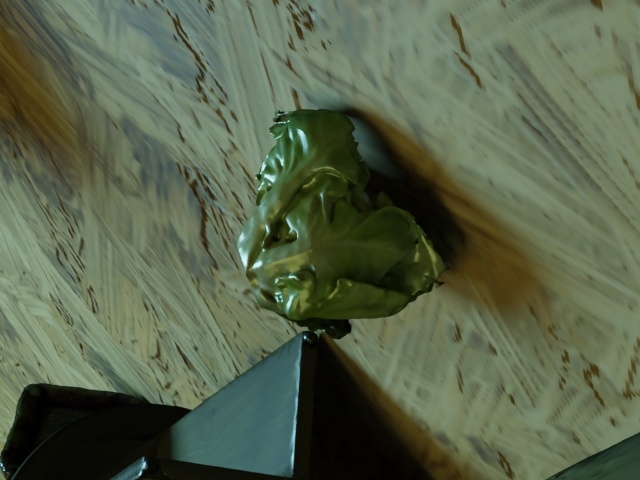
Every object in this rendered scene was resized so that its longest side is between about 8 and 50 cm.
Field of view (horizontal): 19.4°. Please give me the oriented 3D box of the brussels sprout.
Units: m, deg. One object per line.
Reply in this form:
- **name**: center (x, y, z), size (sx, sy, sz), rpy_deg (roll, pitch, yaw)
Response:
- **brussels sprout**: center (0.000, 0.000, 0.625), size (0.085, 0.058, 0.085), rpy_deg (57, 178, 3)

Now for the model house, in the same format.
- **model house**: center (-0.127, 0.163, 1.137), size (0.152, 0.106, 0.165), rpy_deg (28, 146, 47)

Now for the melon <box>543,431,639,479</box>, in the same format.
- **melon**: center (0.106, 0.140, 0.365), size (0.223, 0.223, 0.317), rpy_deg (51, 162, 2)

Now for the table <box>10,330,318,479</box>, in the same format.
- **table**: center (-0.047, 0.132, 0.852), size (0.167, 0.167, 0.226), rpy_deg (52, 152, 1)
